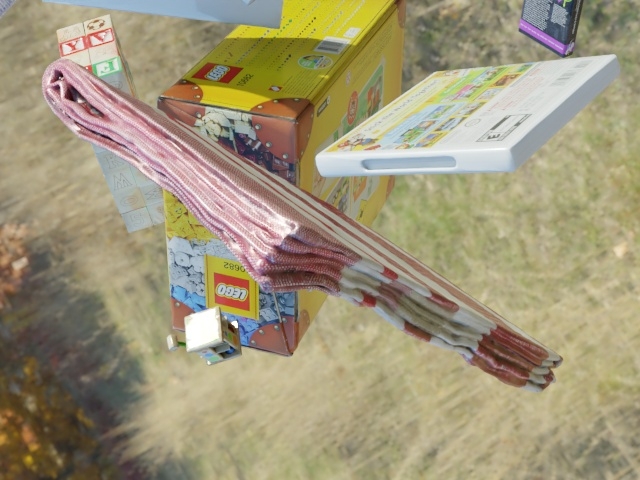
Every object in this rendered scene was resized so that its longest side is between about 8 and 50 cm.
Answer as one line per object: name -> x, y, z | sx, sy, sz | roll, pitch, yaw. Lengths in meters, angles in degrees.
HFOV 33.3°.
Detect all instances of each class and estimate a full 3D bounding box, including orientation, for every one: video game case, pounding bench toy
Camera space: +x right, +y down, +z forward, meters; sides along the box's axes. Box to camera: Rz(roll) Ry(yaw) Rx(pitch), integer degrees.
video game case -> 0.139, -0.116, 0.996 | 0.206, 0.227, 0.026 | 1, 119, 40
pounding bench toy -> -0.155, 0.134, 1.428 | 0.065, 0.083, 0.052 | 48, -152, -55

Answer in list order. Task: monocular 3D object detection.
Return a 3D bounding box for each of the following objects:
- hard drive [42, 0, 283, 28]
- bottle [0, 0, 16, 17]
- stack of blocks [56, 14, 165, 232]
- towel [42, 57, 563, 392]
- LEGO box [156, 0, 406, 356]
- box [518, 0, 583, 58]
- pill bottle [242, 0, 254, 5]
hard drive -> -0.199, -0.381, 1.370 | 0.210, 0.318, 0.040 | 101, 173, -49
bottle -> -0.362, -0.233, 1.005 | 0.092, 0.283, 0.118 | 35, 173, 41
stack of blocks -> -0.319, -0.181, 1.692 | 0.171, 0.087, 0.297 | -113, 6, -47
towel -> 0.000, 0.000, 0.684 | 0.237, 0.037, 0.329 | 37, -174, 40
LEGO box -> -0.037, -0.134, 1.593 | 0.193, 0.500, 0.372 | 12, 124, 16
box -> 0.404, -0.414, 1.858 | 0.116, 0.029, 0.162 | 44, 145, 38
pill bottle -> -0.107, -0.313, 1.163 | 0.116, 0.065, 0.065 | 41, 164, -4
